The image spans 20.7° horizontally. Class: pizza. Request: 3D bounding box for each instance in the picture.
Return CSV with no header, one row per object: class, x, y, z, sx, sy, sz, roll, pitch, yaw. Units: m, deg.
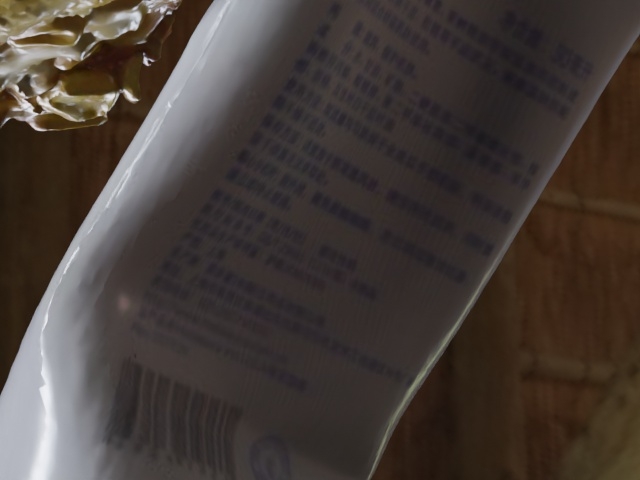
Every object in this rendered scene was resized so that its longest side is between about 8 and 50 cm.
pizza,-0.120,-0.082,0.721,0.182,0.062,0.161,-22,-13,4

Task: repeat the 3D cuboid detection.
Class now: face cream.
face cream,0.000,0.000,0.745,0.235,0.137,0.420,29,-85,-45
